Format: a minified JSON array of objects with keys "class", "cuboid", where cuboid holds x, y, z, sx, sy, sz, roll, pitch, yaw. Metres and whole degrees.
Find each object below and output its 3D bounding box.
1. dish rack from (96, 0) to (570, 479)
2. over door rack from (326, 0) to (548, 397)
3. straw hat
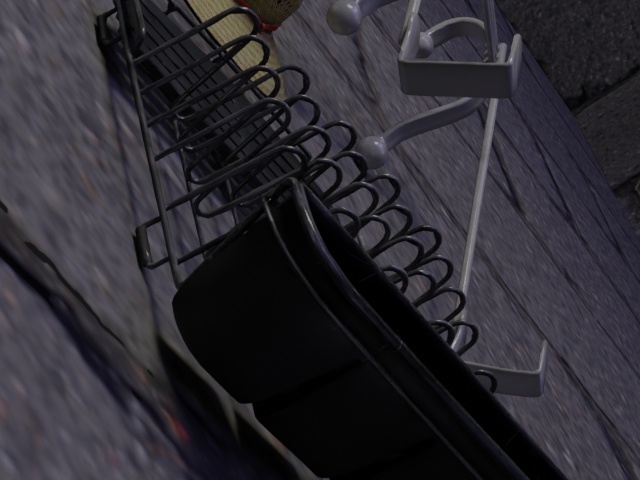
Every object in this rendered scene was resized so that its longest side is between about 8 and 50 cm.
[{"class":"dish rack","cuboid":[0.000,0.000,0.719,0.208,0.074,0.271,49,14,-38]},{"class":"over door rack","cuboid":[0.057,-0.106,0.999,0.324,0.108,0.239,-91,172,-45]},{"class":"straw hat","cuboid":[-0.035,-0.151,0.991,0.144,0.061,0.144,53,12,-17]}]
